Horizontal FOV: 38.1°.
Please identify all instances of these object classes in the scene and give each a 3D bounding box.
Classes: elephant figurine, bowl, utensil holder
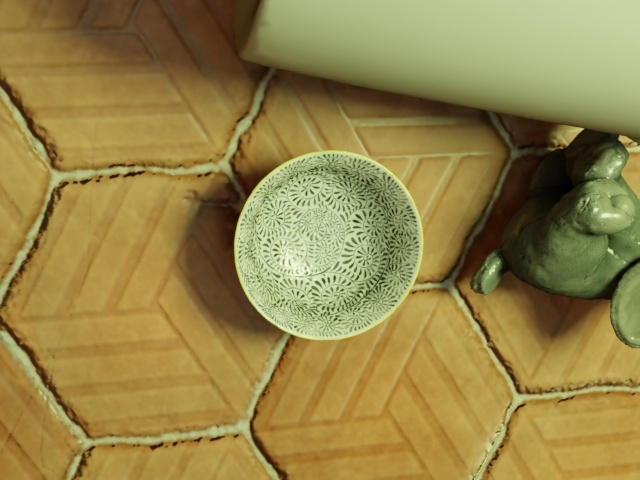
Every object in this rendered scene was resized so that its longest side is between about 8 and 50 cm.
[{"bbox_3d":[0.306,0.017,0.876,0.239,0.186,0.169,35,59,-14],"label":"elephant figurine"},{"bbox_3d":[0.000,0.000,0.845,0.170,0.080,0.170,-2,99,-13],"label":"bowl"},{"bbox_3d":[0.147,-0.256,0.714,0.386,0.327,0.327,7,97,-13],"label":"utensil holder"}]
